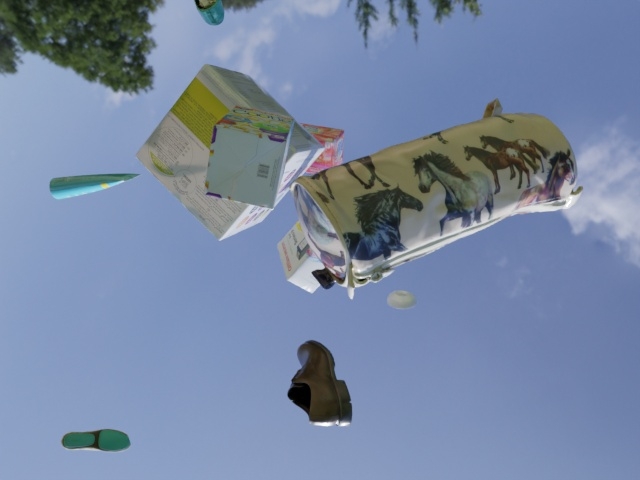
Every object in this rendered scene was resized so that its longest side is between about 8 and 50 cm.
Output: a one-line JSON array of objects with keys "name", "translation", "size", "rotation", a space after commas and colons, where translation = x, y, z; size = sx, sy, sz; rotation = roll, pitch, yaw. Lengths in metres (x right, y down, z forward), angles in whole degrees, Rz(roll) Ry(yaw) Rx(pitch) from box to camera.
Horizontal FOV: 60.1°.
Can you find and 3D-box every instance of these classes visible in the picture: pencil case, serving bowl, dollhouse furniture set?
[{"name": "pencil case", "translation": [0.172, -0.061, 0.794], "size": [0.411, 0.160, 0.183], "rotation": [-19, -106, -16]}, {"name": "serving bowl", "translation": [0.228, 0.160, 1.547], "size": [0.084, 0.027, 0.083], "rotation": [-1, -158, 0]}, {"name": "dollhouse furniture set", "translation": [0.252, -0.198, 0.959], "size": [0.114, 0.081, 0.091], "rotation": [-68, -165, -15]}]

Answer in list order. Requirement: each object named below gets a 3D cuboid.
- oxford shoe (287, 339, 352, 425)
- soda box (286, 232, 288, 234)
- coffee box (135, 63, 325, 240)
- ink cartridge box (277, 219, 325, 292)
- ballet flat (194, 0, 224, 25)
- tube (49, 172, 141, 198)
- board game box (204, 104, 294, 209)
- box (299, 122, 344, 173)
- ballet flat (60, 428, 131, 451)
[{"name": "oxford shoe", "translation": [-0.018, 0.254, 1.023], "size": [0.096, 0.082, 0.227], "rotation": [-2, -160, -15]}, {"name": "soda box", "translation": [0.025, 0.036, 1.681], "size": [0.264, 0.092, 0.083], "rotation": [16, -153, 23]}, {"name": "coffee box", "translation": [-0.246, -0.253, 1.599], "size": [0.334, 0.338, 0.337], "rotation": [-47, 177, 17]}, {"name": "ink cartridge box", "translation": [0.000, 0.000, 1.364], "size": [0.212, 0.093, 0.154], "rotation": [-48, -148, 20]}, {"name": "ballet flat", "translation": [-0.330, -0.720, 1.537], "size": [0.083, 0.087, 0.247], "rotation": [-22, -101, 3]}, {"name": "tube", "translation": [-0.537, -0.137, 1.314], "size": [0.207, 0.052, 0.080], "rotation": [-7, -159, 12]}, {"name": "board game box", "translation": [-0.143, -0.187, 1.176], "size": [0.142, 0.144, 0.275], "rotation": [12, -160, -4]}, {"name": "box", "translation": [-0.073, -0.362, 2.136], "size": [0.300, 0.142, 0.154], "rotation": [12, -148, 16]}, {"name": "ballet flat", "translation": [-0.572, 0.511, 1.417], "size": [0.052, 0.168, 0.057], "rotation": [136, -38, -59]}]
